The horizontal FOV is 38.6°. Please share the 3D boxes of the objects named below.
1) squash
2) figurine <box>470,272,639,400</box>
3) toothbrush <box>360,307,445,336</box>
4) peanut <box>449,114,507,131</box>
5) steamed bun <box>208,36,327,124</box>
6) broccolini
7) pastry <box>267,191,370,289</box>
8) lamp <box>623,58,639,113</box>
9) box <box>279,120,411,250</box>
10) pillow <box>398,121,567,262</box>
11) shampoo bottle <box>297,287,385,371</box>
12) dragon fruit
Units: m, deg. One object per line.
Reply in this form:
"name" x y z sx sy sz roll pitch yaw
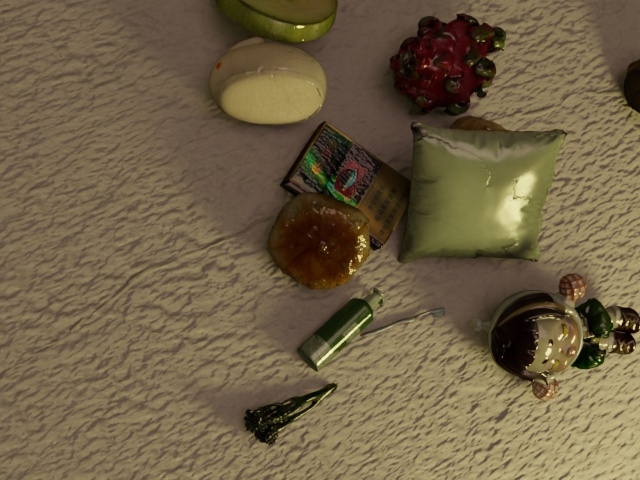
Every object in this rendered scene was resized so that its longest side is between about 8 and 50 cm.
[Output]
"squash" -0.082 -0.487 1.814 0.252 0.048 0.252 10 45 -10
"figurine" 0.491 0.189 1.877 0.370 0.167 0.281 0 110 -25
"toothbrush" 0.168 0.167 1.858 0.193 0.013 0.019 -14 94 -19
"peanut" 0.367 -0.167 1.924 0.236 0.110 0.120 43 63 -8
"steamed bun" -0.103 -0.315 1.779 0.228 0.177 0.130 0 60 -12
"broccolini" -0.054 0.325 1.759 0.201 0.058 0.073 -22 102 -34
"pastry" 0.000 0.000 1.761 0.193 0.093 0.182 31 107 -8
"lamp" 0.790 -0.357 2.059 0.185 0.161 0.161 -20 87 -20
"box" 0.058 -0.107 1.842 0.240 0.071 0.159 34 76 -10
"pillow" 0.316 -0.089 1.826 0.313 0.119 0.310 -1 122 -9
"shampoo bottle" 0.048 0.170 1.799 0.204 0.065 0.065 -41 94 -19
"dragon fruit" 0.267 -0.383 1.895 0.198 0.218 0.272 50 61 -43
